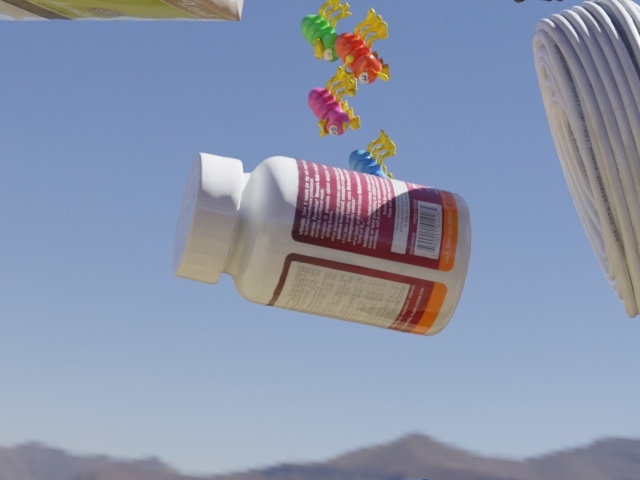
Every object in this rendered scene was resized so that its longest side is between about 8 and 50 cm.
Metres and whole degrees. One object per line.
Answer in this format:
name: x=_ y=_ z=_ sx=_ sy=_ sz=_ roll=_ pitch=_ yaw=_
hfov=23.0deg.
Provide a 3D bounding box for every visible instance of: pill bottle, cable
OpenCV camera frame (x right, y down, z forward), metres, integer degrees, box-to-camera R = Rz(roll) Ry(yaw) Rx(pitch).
pill bottle: x=0.000 y=0.000 z=1.256 sx=0.221 sy=0.121 sz=0.121 roll=12 pitch=-11 yaw=-11
cable: x=0.239 y=-0.063 z=1.232 sx=0.089 sy=0.257 sz=0.257 roll=-18 pitch=-11 yaw=4

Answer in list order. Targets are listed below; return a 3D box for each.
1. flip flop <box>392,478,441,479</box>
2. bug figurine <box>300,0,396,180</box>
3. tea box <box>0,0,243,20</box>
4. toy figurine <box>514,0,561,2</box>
flip flop: x=0.157 y=0.253 z=1.266 sx=0.277 sy=0.080 sz=0.112 roll=18 pitch=-2 yaw=1
bug figurine: x=0.036 y=-0.186 z=2.040 sx=0.072 sy=0.216 sz=0.279 roll=-21 pitch=-47 yaw=-15
tea box: x=-0.271 y=-0.354 z=1.482 sx=0.324 sy=0.219 sz=0.329 roll=7 pitch=-7 yaw=31
toy figurine: x=0.248 y=-0.429 z=2.131 sx=0.213 sy=0.209 sz=0.148 roll=0 pitch=15 yaw=-24
